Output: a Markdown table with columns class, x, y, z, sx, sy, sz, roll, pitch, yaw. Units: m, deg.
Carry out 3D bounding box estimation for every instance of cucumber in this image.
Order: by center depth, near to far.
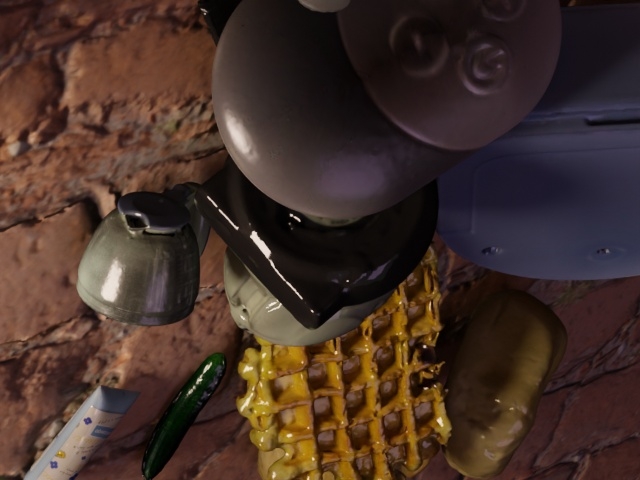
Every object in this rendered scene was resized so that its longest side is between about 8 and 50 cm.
| class | x | y | z | sx | sy | sz | roll | pitch | yaw |
| --- | --- | --- | --- | --- | --- | --- | --- | --- | --- |
| cucumber | -0.151 | 0.188 | 2.049 | 0.036 | 0.033 | 0.184 | 19 | 122 | -26 |

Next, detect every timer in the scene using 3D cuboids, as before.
| class | x | y | z | sx | sy | sz | roll | pitch | yaw |
| --- | --- | --- | --- | --- | --- | --- | --- | --- | --- |
| timer | 0.276 | -0.097 | 1.878 | 0.395 | 0.173 | 0.395 | -3 | 154 | -2 |

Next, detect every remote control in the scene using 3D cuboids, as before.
| class | x | y | z | sx | sy | sz | roll | pitch | yaw |
| --- | --- | --- | --- | --- | --- | --- | --- | --- | --- |
| remote control | 0.060 | -0.158 | 1.635 | 0.332 | 0.221 | 0.103 | -33 | -173 | -14 |

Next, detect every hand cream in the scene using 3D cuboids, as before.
| class | x | y | z | sx | sy | sz | roll | pitch | yaw |
| --- | --- | --- | --- | --- | --- | --- | --- | --- | --- |
| hand cream | -0.255 | 0.213 | 1.967 | 0.170 | 0.043 | 0.065 | -52 | 148 | 15 |

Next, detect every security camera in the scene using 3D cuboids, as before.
| class | x | y | z | sx | sy | sz | roll | pitch | yaw |
| --- | --- | --- | --- | --- | --- | --- | --- | --- | --- |
| security camera | 0.000 | 0.000 | 1.787 | 0.191 | 0.197 | 0.277 | -40 | 167 | -18 |

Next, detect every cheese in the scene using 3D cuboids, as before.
| class | x | y | z | sx | sy | sz | roll | pitch | yaw |
| --- | --- | --- | --- | --- | --- | --- | --- | --- | --- |
| cheese | 0.209 | 0.173 | 2.252 | 0.214 | 0.117 | 0.226 | 70 | 44 | -75 |

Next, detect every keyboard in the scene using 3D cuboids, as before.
| class | x | y | z | sx | sy | sz | roll | pitch | yaw |
| --- | --- | --- | --- | --- | --- | --- | --- | --- | --- |
| keyboard | -0.061 | -0.165 | 1.677 | 0.060 | 0.018 | 0.195 | -39 | 151 | -11 |

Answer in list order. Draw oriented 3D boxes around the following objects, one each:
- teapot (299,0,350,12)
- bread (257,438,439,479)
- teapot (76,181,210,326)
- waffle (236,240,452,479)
| class | x | y | z | sx | sy | sz | roll | pitch | yaw |
| --- | --- | --- | --- | --- | --- | --- | --- | --- | --- |
| teapot | 0.057 | -0.297 | 1.482 | 0.183 | 0.183 | 0.251 | -1 | 146 | -45 |
| bread | 0.041 | 0.226 | 2.198 | 0.244 | 0.134 | 0.244 | -28 | 151 | -17 |
| teapot | -0.144 | 0.009 | 1.740 | 0.149 | 0.111 | 0.108 | -5 | 124 | -35 |
| waffle | 0.044 | 0.135 | 2.038 | 0.283 | 0.065 | 0.309 | 34 | 95 | -29 |
